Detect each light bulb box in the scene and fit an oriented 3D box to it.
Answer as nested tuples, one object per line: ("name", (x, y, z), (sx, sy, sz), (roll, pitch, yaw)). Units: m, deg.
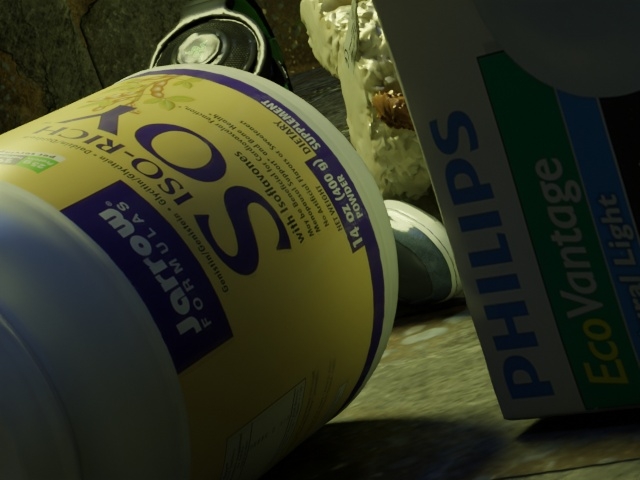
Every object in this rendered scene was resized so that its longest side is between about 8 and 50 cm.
("light bulb box", (0.234, -0.125, 0.875), (0.361, 0.358, 0.225), (-12, 10, 41))

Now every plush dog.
("plush dog", (0.129, -0.115, 1.325), (0.225, 0.262, 0.210), (-13, 3, -15))

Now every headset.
("headset", (-0.057, -0.113, 1.789), (0.185, 0.243, 0.394), (-14, 30, 15))

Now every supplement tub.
("supplement tub", (-0.130, 0.055, 0.946), (0.241, 0.241, 0.331), (-13, 12, 34))

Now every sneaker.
("sneaker", (-0.012, 0.039, 1.280), (0.163, 0.086, 0.226), (-36, 25, -30))

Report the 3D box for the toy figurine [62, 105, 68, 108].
("toy figurine", (-0.250, -0.032, 1.776), (0.213, 0.148, 0.209), (-13, -14, 19))
